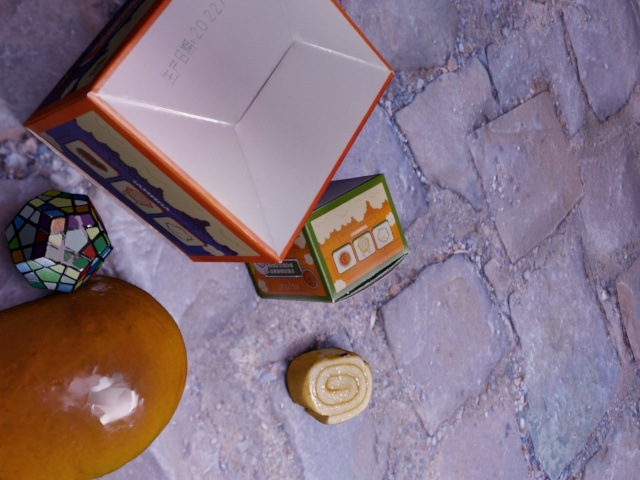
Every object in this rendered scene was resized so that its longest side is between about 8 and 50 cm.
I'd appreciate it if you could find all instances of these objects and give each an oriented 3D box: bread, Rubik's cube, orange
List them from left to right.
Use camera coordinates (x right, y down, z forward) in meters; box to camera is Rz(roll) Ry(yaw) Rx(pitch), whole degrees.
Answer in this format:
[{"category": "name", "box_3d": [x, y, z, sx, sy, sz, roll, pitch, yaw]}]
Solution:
[{"category": "Rubik's cube", "box_3d": [-0.332, 0.001, 0.916, 0.112, 0.133, 0.133, 41, 62, -3]}, {"category": "orange", "box_3d": [-0.316, 0.185, 0.939, 0.310, 0.274, 0.274, -24, 105, -68]}, {"category": "bread", "box_3d": [0.021, 0.245, 1.211, 0.149, 0.073, 0.122, -4, 93, -38]}]

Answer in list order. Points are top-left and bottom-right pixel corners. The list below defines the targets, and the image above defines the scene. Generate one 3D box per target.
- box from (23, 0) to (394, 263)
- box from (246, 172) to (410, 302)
[{"category": "box", "box_3d": [-0.143, -0.193, 0.982, 0.318, 0.257, 0.348, 41, 65, -28]}, {"category": "box", "box_3d": [0.000, 0.000, 1.125, 0.177, 0.195, 0.148, -31, 108, -36]}]
